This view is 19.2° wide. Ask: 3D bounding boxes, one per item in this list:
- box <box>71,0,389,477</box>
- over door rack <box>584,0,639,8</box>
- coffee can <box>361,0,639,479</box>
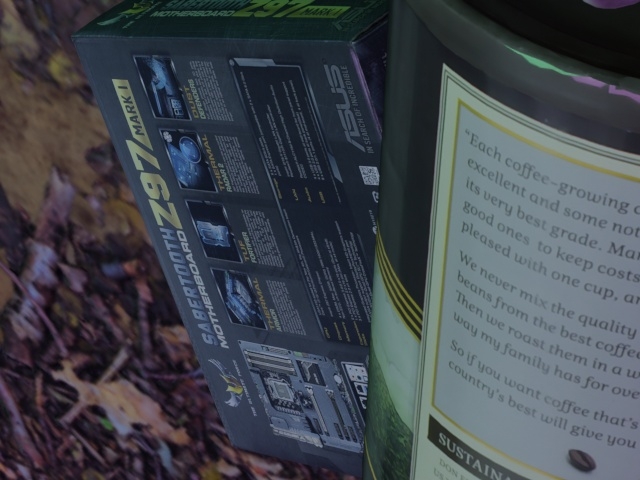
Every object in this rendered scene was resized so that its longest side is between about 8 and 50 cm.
[{"bbox_3d":[0.000,0.000,0.851,0.183,0.059,0.233,6,124,45],"label":"box"},{"bbox_3d":[0.033,-0.227,0.273,0.239,0.108,0.324,47,147,24],"label":"over door rack"},{"bbox_3d":[0.116,0.013,0.640,0.201,0.201,0.275,22,132,23],"label":"coffee can"}]
